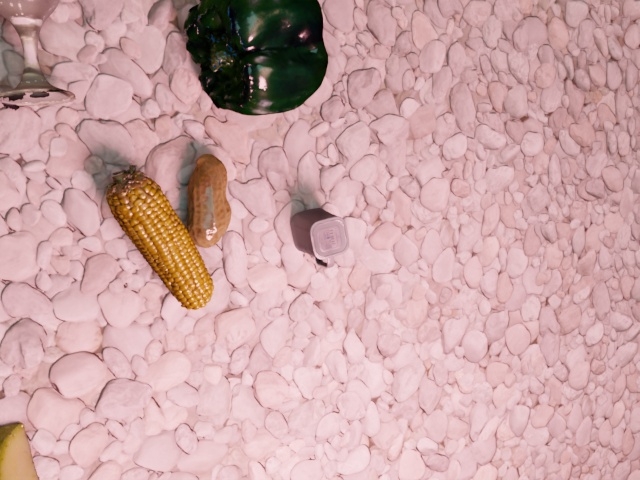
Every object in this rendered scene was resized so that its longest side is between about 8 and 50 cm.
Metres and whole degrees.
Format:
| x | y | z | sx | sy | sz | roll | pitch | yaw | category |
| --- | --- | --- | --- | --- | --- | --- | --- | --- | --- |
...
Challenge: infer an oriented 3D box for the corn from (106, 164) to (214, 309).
| x | y | z | sx | sy | sz | roll | pitch | yaw | category |
| --- | --- | --- | --- | --- | --- | --- | --- | --- | --- |
| -0.313 | -0.001 | 1.162 | 0.115 | 0.115 | 0.318 | -38 | 111 | -18 | corn |

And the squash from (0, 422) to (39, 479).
| x | y | z | sx | sy | sz | roll | pitch | yaw | category |
| --- | --- | --- | --- | --- | --- | --- | --- | --- | --- |
| -0.620 | 0.457 | 1.070 | 0.184 | 0.085 | 0.192 | -15 | 100 | -25 | squash |

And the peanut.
| x | y | z | sx | sy | sz | roll | pitch | yaw | category |
| --- | --- | --- | --- | --- | --- | --- | --- | --- | --- |
| -0.229 | -0.080 | 1.212 | 0.093 | 0.083 | 0.194 | 6 | 94 | -13 | peanut |

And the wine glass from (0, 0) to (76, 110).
| x | y | z | sx | sy | sz | roll | pitch | yaw | category |
| --- | --- | --- | --- | --- | --- | --- | --- | --- | --- |
| -0.515 | -0.393 | 1.012 | 0.143 | 0.143 | 0.322 | -9 | 99 | -25 | wine glass |

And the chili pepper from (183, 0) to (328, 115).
| x | y | z | sx | sy | sz | roll | pitch | yaw | category |
| --- | --- | --- | --- | --- | --- | --- | --- | --- | --- |
| -0.119 | -0.389 | 1.168 | 0.256 | 0.233 | 0.249 | -21 | 120 | -32 | chili pepper |

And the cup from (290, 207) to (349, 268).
| x | y | z | sx | sy | sz | roll | pitch | yaw | category |
| --- | --- | --- | --- | --- | --- | --- | --- | --- | --- |
| 0.000 | 0.000 | 1.312 | 0.095 | 0.129 | 0.128 | -14 | 104 | -18 | cup |
